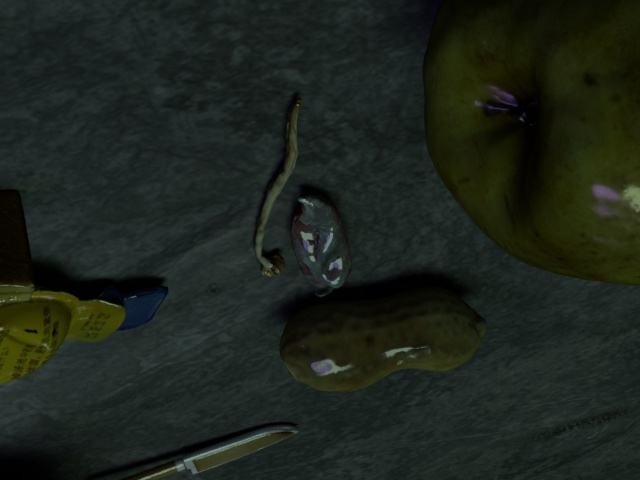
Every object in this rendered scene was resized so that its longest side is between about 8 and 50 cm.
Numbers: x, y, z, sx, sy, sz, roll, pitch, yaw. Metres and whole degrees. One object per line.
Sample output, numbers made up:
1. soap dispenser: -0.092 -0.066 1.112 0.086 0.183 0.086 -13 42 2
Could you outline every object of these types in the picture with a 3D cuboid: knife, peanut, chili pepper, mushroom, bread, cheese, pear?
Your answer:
1. knife: -0.147 0.258 2.002 0.256 0.022 0.046 -19 146 -4
2. peanut: 0.068 0.101 1.762 0.229 0.098 0.103 -8 -168 -15
3. chili pepper: -0.001 0.000 1.600 0.050 0.041 0.153 -32 138 -14
4. mushroom: -0.039 -0.042 1.528 0.028 0.026 0.286 -25 153 -19
5. bread: -0.285 0.006 1.402 0.090 0.094 0.035 -2 148 -21
6. cheese: -0.260 0.081 1.583 0.250 0.064 0.156 -9 153 -34
7. pear: 0.243 -0.115 1.283 0.304 0.304 0.304 -13 152 -7
